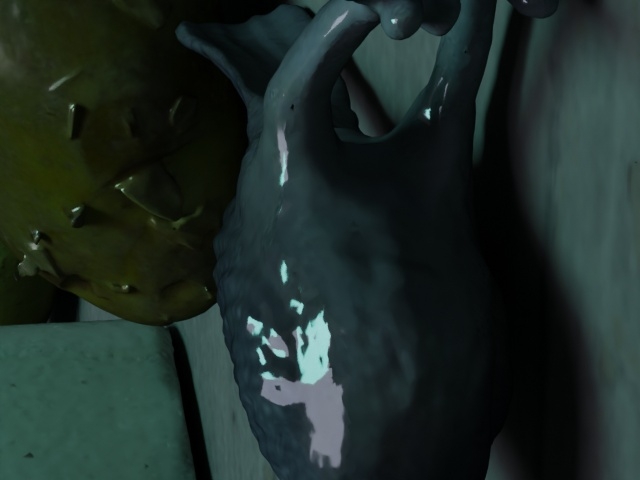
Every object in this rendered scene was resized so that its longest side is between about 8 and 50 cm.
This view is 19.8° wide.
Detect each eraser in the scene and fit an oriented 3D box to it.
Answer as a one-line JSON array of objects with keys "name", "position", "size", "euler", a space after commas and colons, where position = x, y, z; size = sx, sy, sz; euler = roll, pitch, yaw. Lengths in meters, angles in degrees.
[{"name": "eraser", "position": [-0.143, 0.243, 0.966], "size": [0.331, 0.150, 0.331], "euler": [176, 90, -75]}]

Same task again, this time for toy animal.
[{"name": "toy animal", "position": [0.010, -0.011, 0.523], "size": [0.205, 0.081, 0.367], "euler": [108, 158, -46]}]

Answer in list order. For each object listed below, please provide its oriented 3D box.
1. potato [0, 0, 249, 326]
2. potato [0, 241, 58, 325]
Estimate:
[{"name": "potato", "position": [-0.121, -0.099, 0.774], "size": [0.296, 0.141, 0.192], "euler": [62, 153, -1]}, {"name": "potato", "position": [-0.253, -0.007, 1.298], "size": [0.197, 0.149, 0.228], "euler": [69, 158, 7]}]
